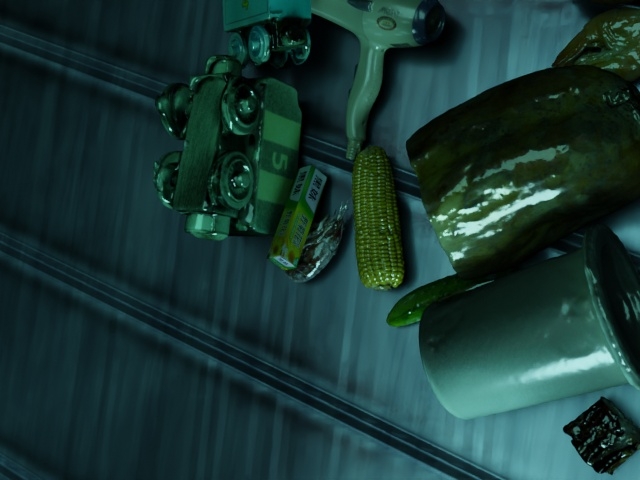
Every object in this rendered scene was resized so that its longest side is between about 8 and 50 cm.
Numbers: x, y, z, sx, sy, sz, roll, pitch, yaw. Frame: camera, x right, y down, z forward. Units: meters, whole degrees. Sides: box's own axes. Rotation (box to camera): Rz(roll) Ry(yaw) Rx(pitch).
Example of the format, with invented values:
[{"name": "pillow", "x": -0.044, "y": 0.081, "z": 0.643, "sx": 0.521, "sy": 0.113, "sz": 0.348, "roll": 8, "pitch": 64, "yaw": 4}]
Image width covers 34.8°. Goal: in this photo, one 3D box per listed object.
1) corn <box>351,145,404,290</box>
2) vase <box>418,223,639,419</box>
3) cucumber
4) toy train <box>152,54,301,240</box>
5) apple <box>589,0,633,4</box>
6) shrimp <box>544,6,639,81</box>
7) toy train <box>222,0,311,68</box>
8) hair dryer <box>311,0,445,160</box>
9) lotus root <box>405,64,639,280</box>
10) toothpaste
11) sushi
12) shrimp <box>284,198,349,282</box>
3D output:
[{"name": "corn", "x": 0.088, "y": -0.034, "z": 1.635, "sx": 0.080, "sy": 0.080, "sz": 0.231, "roll": -12, "pitch": 77, "yaw": 24}, {"name": "vase", "x": 0.303, "y": 0.131, "z": 1.444, "sx": 0.291, "sy": 0.245, "sz": 0.245, "roll": -22, "pitch": 75, "yaw": 31}, {"name": "cucumber", "x": 0.211, "y": 0.079, "z": 1.575, "sx": 0.250, "sy": 0.056, "sz": 0.056, "roll": -19, "pitch": 76, "yaw": 24}, {"name": "toy train", "x": -0.148, "y": -0.143, "z": 1.669, "sx": 0.166, "sy": 0.238, "sz": 0.299, "roll": 2, "pitch": 83, "yaw": 33}, {"name": "apple", "x": 0.421, "y": -0.446, "z": 1.468, "sx": 0.211, "sy": 0.188, "sz": 0.211, "roll": -3, "pitch": 84, "yaw": 28}, {"name": "shrimp", "x": 0.408, "y": -0.272, "z": 1.528, "sx": 0.217, "sy": 0.051, "sz": 0.115, "roll": -23, "pitch": 68, "yaw": 22}, {"name": "toy train", "x": -0.089, "y": -0.365, "z": 1.711, "sx": 0.198, "sy": 0.107, "sz": 0.155, "roll": 4, "pitch": 98, "yaw": 58}, {"name": "hair dryer", "x": 0.034, "y": -0.332, "z": 1.698, "sx": 0.296, "sy": 0.119, "sz": 0.298, "roll": 45, "pitch": 116, "yaw": 29}, {"name": "lotus root", "x": 0.307, "y": -0.109, "z": 1.454, "sx": 0.346, "sy": 0.250, "sz": 0.251, "roll": -24, "pitch": 74, "yaw": 21}, {"name": "toothpaste", "x": -0.038, "y": -0.038, "z": 1.668, "sx": 0.037, "sy": 0.043, "sz": 0.179, "roll": -12, "pitch": 50, "yaw": 46}, {"name": "sushi", "x": 0.400, "y": 0.274, "z": 1.434, "sx": 0.084, "sy": 0.098, "sz": 0.094, "roll": -45, "pitch": 63, "yaw": 11}, {"name": "shrimp", "x": 0.000, "y": 0.000, "z": 1.682, "sx": 0.065, "sy": 0.056, "sz": 0.165, "roll": 34, "pitch": 93, "yaw": 35}]
